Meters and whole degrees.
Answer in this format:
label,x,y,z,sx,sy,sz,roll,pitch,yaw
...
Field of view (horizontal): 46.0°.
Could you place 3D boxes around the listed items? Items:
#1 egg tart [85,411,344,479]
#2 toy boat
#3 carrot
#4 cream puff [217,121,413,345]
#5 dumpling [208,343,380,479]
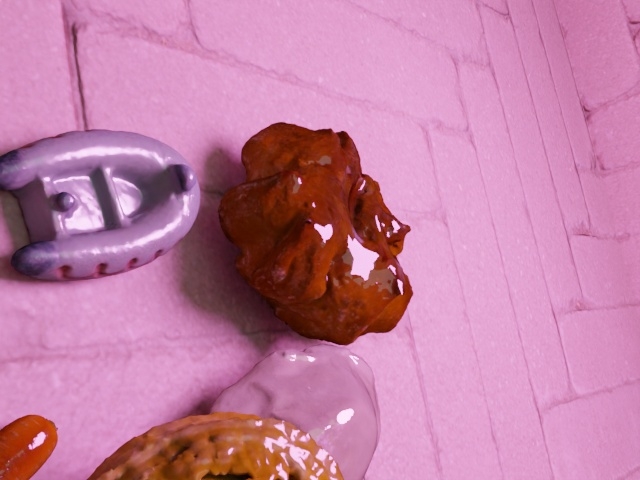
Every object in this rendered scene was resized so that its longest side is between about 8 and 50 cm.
label,x,y,z,sx,sy,sz,roll,pitch,yaw
egg tart,-0.072,0.279,0.575,0.294,0.123,0.293,1,88,-27
toy boat,-0.189,-0.038,0.680,0.208,0.079,0.134,-13,83,-51
carrot,-0.267,0.207,0.506,0.043,0.043,0.248,57,41,-17
cream puff,0.000,0.000,0.842,0.269,0.155,0.241,50,37,-15
dumpling,-0.026,0.192,0.740,0.250,0.132,0.162,-40,116,-35
